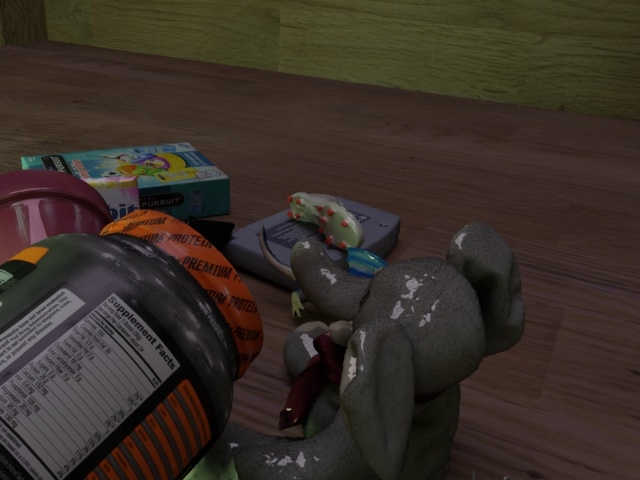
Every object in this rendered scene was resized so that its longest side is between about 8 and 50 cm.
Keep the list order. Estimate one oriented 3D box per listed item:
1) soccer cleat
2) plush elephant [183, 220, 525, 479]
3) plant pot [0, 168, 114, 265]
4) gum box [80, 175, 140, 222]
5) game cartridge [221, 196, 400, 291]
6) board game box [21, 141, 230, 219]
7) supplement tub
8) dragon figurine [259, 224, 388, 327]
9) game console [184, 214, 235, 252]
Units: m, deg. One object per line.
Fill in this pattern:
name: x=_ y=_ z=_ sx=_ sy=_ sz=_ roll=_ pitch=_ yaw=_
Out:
soccer cleat: x=0.020 y=-0.040 z=1.043 sx=0.076 sy=0.068 sz=0.196 roll=-9 pitch=24 yaw=-32
plush elephant: x=0.048 y=0.111 z=0.595 sx=0.330 sy=0.255 sz=0.272 roll=19 pitch=28 yaw=30
plant pot: x=-0.346 y=0.039 z=0.809 sx=0.201 sy=0.201 sz=0.180 roll=-9 pitch=42 yaw=-26
gum box: x=-0.387 y=-0.040 z=1.042 sx=0.189 sy=0.107 sz=0.062 roll=-4 pitch=-12 yaw=-17
game cartridge: x=0.000 y=0.000 z=1.090 sx=0.196 sy=0.060 sz=0.294 roll=16 pitch=27 yaw=35
board game box: x=-0.377 y=-0.108 z=1.249 sx=0.336 sy=0.079 sz=0.254 roll=-10 pitch=27 yaw=-27
supplement tub: x=-0.205 y=0.134 z=0.443 sx=0.207 sy=0.207 sz=0.338 roll=18 pitch=44 yaw=30
dragon figurine: x=0.041 y=0.066 z=0.892 sx=0.144 sy=0.085 sz=0.289 roll=-17 pitch=38 yaw=-40
game console: x=-0.202 y=0.014 z=1.019 sx=0.071 sy=0.107 sz=0.122 roll=36 pitch=22 yaw=-10
